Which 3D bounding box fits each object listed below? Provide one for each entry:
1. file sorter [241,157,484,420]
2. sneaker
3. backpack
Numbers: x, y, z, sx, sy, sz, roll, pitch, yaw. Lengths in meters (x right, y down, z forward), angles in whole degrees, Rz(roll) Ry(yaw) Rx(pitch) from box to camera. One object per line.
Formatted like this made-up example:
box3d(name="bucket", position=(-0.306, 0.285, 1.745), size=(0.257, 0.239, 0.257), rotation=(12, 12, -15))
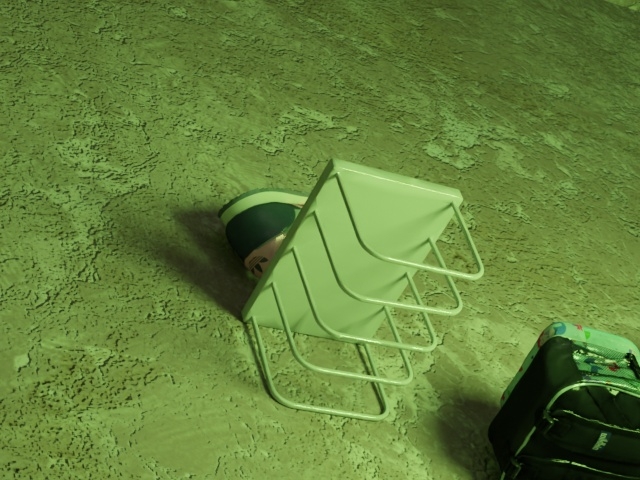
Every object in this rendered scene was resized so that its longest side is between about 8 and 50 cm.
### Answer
box3d(name="file sorter", position=(0.056, 0.070, 1.887), size=(0.193, 0.277, 0.173), rotation=(12, 36, -27))
box3d(name="sneaker", position=(0.000, 0.000, 2.136), size=(0.319, 0.112, 0.131), rotation=(-4, 61, -40))
box3d(name="backpack", position=(0.368, 0.237, 1.952), size=(0.254, 0.225, 0.191), rotation=(16, 36, -13))
